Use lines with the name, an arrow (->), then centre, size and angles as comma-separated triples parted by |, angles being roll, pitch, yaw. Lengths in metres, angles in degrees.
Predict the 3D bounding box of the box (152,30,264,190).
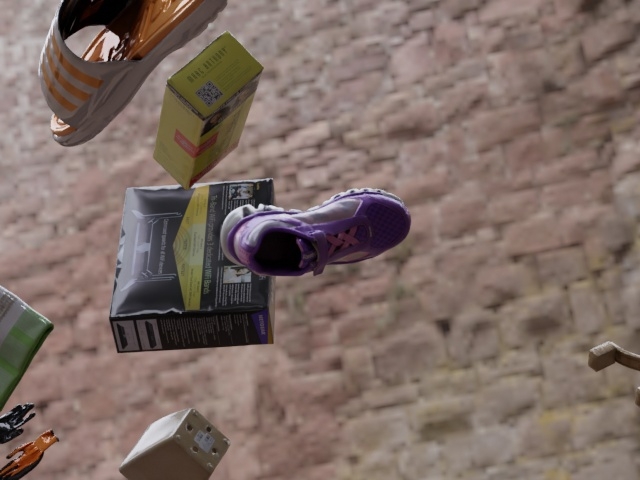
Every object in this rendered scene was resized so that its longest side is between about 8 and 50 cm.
box -> -0.121, -0.131, 1.683 | 0.087, 0.058, 0.232 | -42, -5, -19

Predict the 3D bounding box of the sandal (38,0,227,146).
sandal -> -0.144, -0.163, 1.150 | 0.076, 0.102, 0.265 | 25, -37, -25

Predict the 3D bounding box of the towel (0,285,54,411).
towel -> -0.326, 0.083, 1.453 | 0.152, 0.113, 0.023 | 30, -1, 21

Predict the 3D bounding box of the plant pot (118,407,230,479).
plant pot -> -0.186, 0.290, 2.179 | 0.096, 0.109, 0.109 | -43, 7, 35

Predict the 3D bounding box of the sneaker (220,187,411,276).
sneaker -> 0.000, 0.000, 1.979 | 0.236, 0.095, 0.104 | -8, 17, -8

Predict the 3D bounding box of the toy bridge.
toy bridge -> 0.375, 0.165, 1.782 | 0.063, 0.188, 0.026 | -21, -50, -24

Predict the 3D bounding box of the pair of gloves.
pair of gloves -> -0.304, 0.202, 1.610 | 0.074, 0.083, 0.010 | -39, -43, -9

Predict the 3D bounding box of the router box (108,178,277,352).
router box -> -0.192, 0.035, 2.523 | 0.243, 0.309, 0.081 | -3, -48, 4
